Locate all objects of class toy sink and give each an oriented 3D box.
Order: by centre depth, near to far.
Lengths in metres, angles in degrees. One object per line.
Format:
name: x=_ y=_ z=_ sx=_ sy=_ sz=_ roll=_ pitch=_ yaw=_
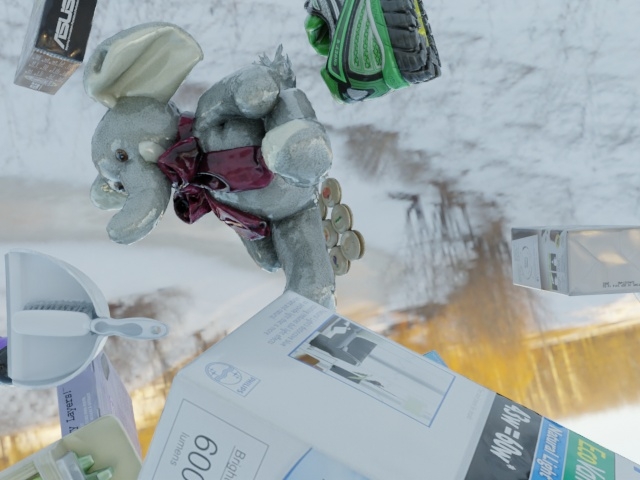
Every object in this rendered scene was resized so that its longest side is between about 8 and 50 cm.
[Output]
toy sink: x=-0.297 y=0.311 z=0.984 sx=0.234 sy=0.153 sz=0.131 roll=-27 pitch=179 yaw=-10

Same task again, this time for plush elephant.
plush elephant: x=-0.134 y=-0.084 z=0.985 sx=0.255 sy=0.330 sz=0.272 roll=-9 pitch=140 yaw=-6

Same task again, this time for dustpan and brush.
dustpan and brush: x=-0.241 y=0.083 z=0.922 sx=0.211 sy=0.147 sz=0.060 roll=1 pitch=-176 yaw=14

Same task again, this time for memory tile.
memory tile: x=0.000 y=0.000 z=1.134 sx=0.012 sy=0.113 sz=0.148 roll=-9 pitch=157 yaw=-35

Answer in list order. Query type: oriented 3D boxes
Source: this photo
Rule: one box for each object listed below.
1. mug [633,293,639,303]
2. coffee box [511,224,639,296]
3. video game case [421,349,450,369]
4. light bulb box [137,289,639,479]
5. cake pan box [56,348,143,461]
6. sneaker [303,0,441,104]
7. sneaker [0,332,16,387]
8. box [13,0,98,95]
mug: x=0.806 y=0.139 z=1.694 sx=0.374 sy=0.328 sz=0.276 roll=-12 pitch=155 yaw=-45
coffee box: x=0.478 y=0.031 z=1.688 sx=0.168 sy=0.119 sz=0.297 roll=-3 pitch=-179 yaw=-7
video game case: x=0.241 y=0.365 z=1.571 sx=0.061 sy=0.269 sz=0.244 roll=-21 pitch=134 yaw=-16
light bulb box: x=0.035 y=0.289 z=0.711 sx=0.360 sy=0.358 sz=0.225 roll=25 pitch=-161 yaw=12
cake pan box: x=-0.335 y=0.302 z=1.412 sx=0.070 sy=0.267 sz=0.246 roll=-18 pitch=142 yaw=-3
sneaker: x=0.036 y=-0.312 z=1.097 sx=0.146 sy=0.344 sz=0.134 roll=-20 pitch=143 yaw=18
sneaker: x=-0.510 y=0.214 z=1.630 sx=0.146 sy=0.102 sz=0.293 roll=10 pitch=-177 yaw=10
box: x=-0.321 y=-0.309 z=1.147 sx=0.060 sy=0.216 sz=0.270 roll=15 pitch=175 yaw=-22
